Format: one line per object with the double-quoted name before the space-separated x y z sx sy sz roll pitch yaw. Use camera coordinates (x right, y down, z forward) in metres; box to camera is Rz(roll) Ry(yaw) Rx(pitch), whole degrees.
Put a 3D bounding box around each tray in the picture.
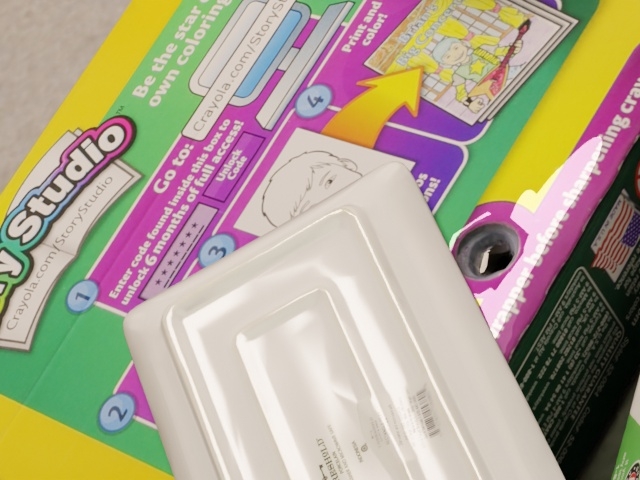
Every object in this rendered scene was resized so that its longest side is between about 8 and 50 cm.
"tray" 0.013 0.091 0.742 0.145 0.030 0.270 -29 53 6

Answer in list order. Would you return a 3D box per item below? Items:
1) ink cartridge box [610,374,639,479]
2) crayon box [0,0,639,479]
"ink cartridge box" 0.189 0.053 0.691 0.086 0.208 0.153 24 66 -6
"crayon box" 0.000 0.000 0.904 0.313 0.106 0.363 19 70 38
